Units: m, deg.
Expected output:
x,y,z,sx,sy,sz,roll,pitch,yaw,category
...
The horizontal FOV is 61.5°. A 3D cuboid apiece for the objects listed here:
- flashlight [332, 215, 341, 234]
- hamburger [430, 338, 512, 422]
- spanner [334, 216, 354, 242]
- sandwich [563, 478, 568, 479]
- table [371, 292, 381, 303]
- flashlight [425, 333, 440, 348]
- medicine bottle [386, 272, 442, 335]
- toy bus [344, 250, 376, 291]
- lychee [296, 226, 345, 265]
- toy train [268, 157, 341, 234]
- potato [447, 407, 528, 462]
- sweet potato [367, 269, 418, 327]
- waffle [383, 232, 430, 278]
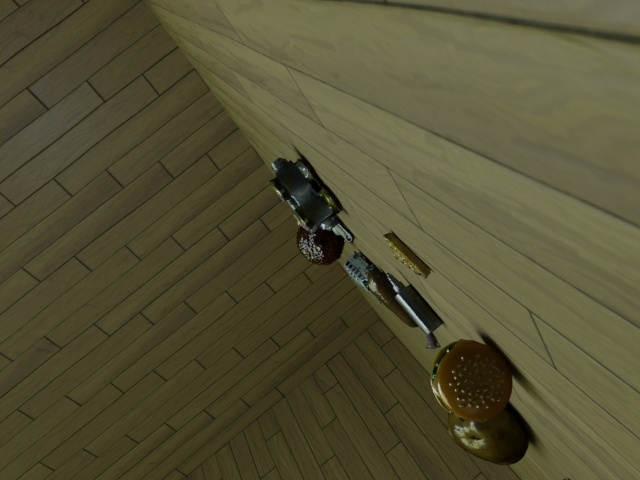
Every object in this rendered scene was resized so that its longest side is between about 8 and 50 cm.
x,y,z,sx,sy,sz,roll,pitch,yaw,category
0.014,-0.099,1.928,0.200,0.047,0.093,52,176,12,flashlight
0.296,0.274,1.055,0.162,0.162,0.115,51,177,7,hamburger
0.004,-0.108,1.875,0.316,0.024,0.087,47,135,7,spanner
0.636,0.676,1.358,0.088,0.090,0.244,49,177,4,sandwich
0.229,0.193,2.056,0.079,0.062,0.083,51,177,12,table
0.382,0.344,1.854,0.110,0.052,0.031,64,-156,-50,flashlight
0.244,0.163,1.455,0.199,0.057,0.058,51,177,18,medicine bottle
0.159,0.119,1.978,0.087,0.089,0.194,53,176,-30,toy bus
0.000,0.000,2.026,0.200,0.200,0.238,51,-170,2,lychee
-0.050,-0.133,1.619,0.261,0.134,0.177,52,178,-1,toy train
0.468,0.541,1.497,0.369,0.195,0.177,51,-160,-47,potato
0.253,0.207,1.842,0.273,0.075,0.075,48,178,-11,sweet potato
0.193,0.049,1.136,0.153,0.023,0.097,48,177,42,waffle
